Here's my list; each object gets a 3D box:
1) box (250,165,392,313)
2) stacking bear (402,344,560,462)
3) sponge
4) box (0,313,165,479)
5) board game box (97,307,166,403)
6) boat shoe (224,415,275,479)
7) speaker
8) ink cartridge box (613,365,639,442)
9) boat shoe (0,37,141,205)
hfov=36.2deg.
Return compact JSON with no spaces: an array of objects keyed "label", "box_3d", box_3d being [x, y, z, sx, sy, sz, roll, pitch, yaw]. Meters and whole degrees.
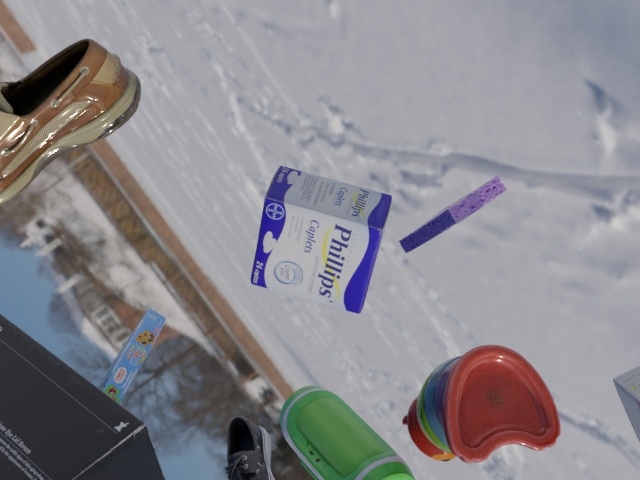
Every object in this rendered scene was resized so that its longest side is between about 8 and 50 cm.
[{"label":"box","box_3d":[0.000,0.000,1.121,0.072,0.137,0.126,-71,-5,-54]},{"label":"stacking bear","box_3d":[0.219,0.270,1.529,0.289,0.175,0.164,128,133,-67]},{"label":"sponge","box_3d":[0.219,-0.041,1.655,0.031,0.117,0.210,56,157,1]},{"label":"box","box_3d":[-0.276,0.175,0.794,0.261,0.184,0.103,26,141,39]},{"label":"board game box","box_3d":[-0.319,0.224,1.511,0.039,0.160,0.211,33,-143,-7]},{"label":"boat shoe","box_3d":[-0.118,0.360,1.556,0.076,0.080,0.228,45,-162,-23]},{"label":"speaker","box_3d":[0.042,0.366,1.685,0.296,0.131,0.131,37,162,54]},{"label":"ink cartridge box","box_3d":[0.503,0.240,1.320,0.176,0.128,0.127,-115,-1,-77]},{"label":"boat shoe","box_3d":[-0.390,-0.151,1.250,0.123,0.324,0.120,58,-179,43]}]
